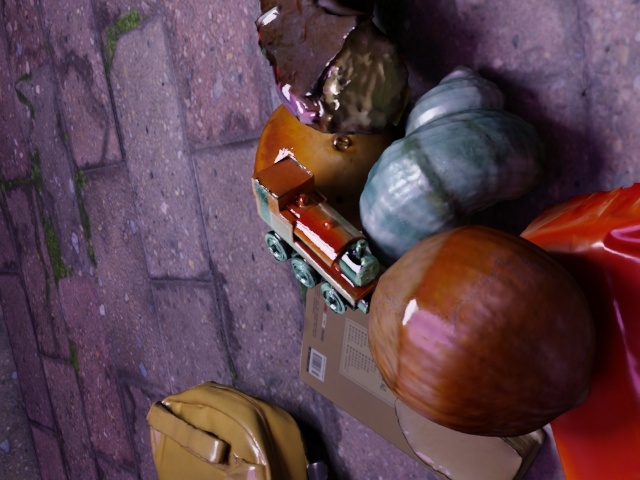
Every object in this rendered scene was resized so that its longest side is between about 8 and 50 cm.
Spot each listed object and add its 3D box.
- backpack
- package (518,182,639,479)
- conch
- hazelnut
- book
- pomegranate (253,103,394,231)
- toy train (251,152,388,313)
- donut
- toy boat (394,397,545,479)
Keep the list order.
[{"bbox_3d":[-0.142,0.410,1.213,0.378,0.201,0.353,-6,96,51],"label":"backpack"},{"bbox_3d":[0.323,0.149,0.675,0.196,0.123,0.423,-14,90,51],"label":"package"},{"bbox_3d":[0.143,-0.059,0.767,0.195,0.220,0.277,0,83,32],"label":"conch"},{"bbox_3d":[0.144,0.084,0.646,0.214,0.176,0.214,29,153,17],"label":"hazelnut"},{"bbox_3d":[0.085,0.178,1.024,0.310,0.021,0.217,26,120,40],"label":"book"},{"bbox_3d":[0.008,-0.097,0.905,0.191,0.191,0.191,18,115,44],"label":"pomegranate"},{"bbox_3d":[0.000,0.000,0.766,0.176,0.074,0.118,43,156,27],"label":"toy train"},{"bbox_3d":[0.059,-0.292,0.769,0.345,0.136,0.259,-53,46,21],"label":"donut"},{"bbox_3d":[0.170,0.234,0.888,0.188,0.061,0.116,32,123,23],"label":"toy boat"}]
